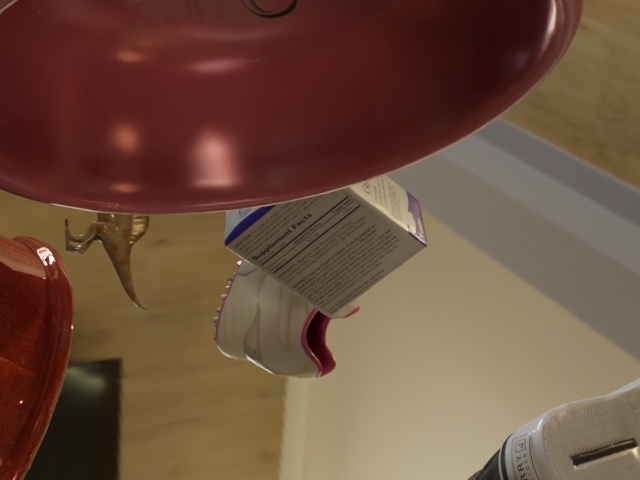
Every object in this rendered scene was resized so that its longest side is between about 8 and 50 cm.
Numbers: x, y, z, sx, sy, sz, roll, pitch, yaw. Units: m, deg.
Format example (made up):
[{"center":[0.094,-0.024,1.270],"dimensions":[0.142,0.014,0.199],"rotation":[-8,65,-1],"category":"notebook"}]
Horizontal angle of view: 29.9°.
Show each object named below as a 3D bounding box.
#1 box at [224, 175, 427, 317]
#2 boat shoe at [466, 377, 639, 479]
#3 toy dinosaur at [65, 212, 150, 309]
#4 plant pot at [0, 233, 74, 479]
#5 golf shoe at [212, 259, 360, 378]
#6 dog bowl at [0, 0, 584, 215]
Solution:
[{"center":[0.004,-0.016,1.091],"dimensions":[0.126,0.137,0.072],"rotation":[-38,-147,27],"category":"box"},{"center":[0.229,0.173,0.942],"dimensions":[0.119,0.335,0.121],"rotation":[-34,-119,39],"category":"boat shoe"},{"center":[-0.231,-0.010,1.308],"dimensions":[0.053,0.092,0.183],"rotation":[-173,-101,-77],"category":"toy dinosaur"},{"center":[-0.329,0.055,0.668],"dimensions":[0.272,0.265,0.272],"rotation":[-30,-138,31],"category":"plant pot"},{"center":[0.000,0.000,1.233],"dimensions":[0.140,0.115,0.306],"rotation":[25,-75,23],"category":"golf shoe"},{"center":[-0.045,-0.142,0.637],"dimensions":[0.408,0.408,0.150],"rotation":[134,-51,-59],"category":"dog bowl"}]
